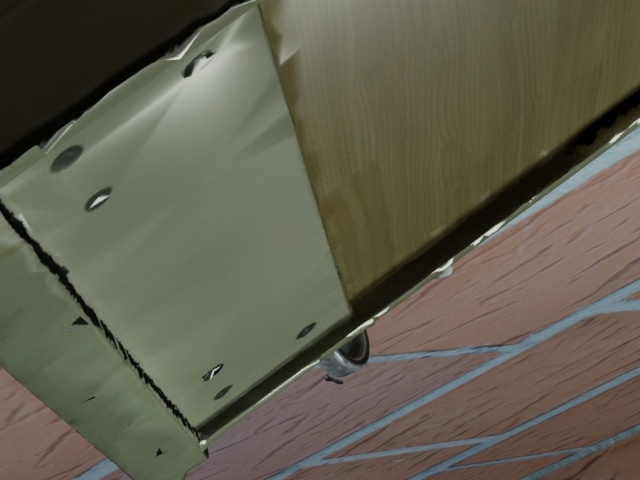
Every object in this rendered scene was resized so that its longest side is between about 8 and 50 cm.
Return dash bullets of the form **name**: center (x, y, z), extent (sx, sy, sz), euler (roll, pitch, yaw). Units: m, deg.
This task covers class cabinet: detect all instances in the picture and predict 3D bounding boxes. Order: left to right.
- **cabinet**: center (-0.004, -0.134, 0.473), extent (0.318, 0.227, 0.290), euler (-36, 162, -5)

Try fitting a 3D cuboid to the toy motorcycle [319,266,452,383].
- **toy motorcycle**: center (0.000, 0.000, 1.224), extent (0.205, 0.127, 0.275), euler (-26, 154, 23)
